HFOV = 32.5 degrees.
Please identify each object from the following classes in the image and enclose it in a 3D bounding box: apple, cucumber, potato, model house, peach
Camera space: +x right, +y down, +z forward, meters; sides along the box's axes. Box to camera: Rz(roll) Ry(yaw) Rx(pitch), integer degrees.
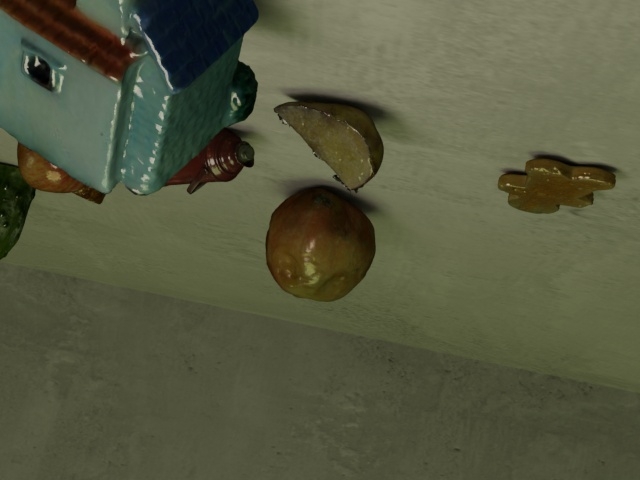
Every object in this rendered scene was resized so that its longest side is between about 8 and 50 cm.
[{"bbox_3d":[-0.448,-0.151,1.877,0.131,0.146,0.146,-2,161,37],"label":"apple"},{"bbox_3d":[-0.697,-0.044,2.372,0.134,0.244,0.134,9,161,3],"label":"cucumber"},{"bbox_3d":[0.031,-0.168,1.584,0.172,0.089,0.101,45,139,-5],"label":"potato"},{"bbox_3d":[-0.224,-0.258,1.167,0.295,0.251,0.329,33,146,11],"label":"model house"},{"bbox_3d":[0.000,0.000,2.058,0.214,0.214,0.235,11,150,5],"label":"peach"}]

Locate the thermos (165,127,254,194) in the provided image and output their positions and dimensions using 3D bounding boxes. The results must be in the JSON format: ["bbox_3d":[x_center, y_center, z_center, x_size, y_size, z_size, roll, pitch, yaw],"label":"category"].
[{"bbox_3d":[-0.202,-0.144,1.829,0.232,0.099,0.124,-2,123,42],"label":"thermos"}]

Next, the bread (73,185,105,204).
[{"bbox_3d":[-0.487,-0.132,2.153,0.105,0.076,0.233,27,180,30],"label":"bread"}]

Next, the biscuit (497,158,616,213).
[{"bbox_3d":[0.355,-0.083,1.708,0.153,0.030,0.234,13,167,-1],"label":"biscuit"}]
